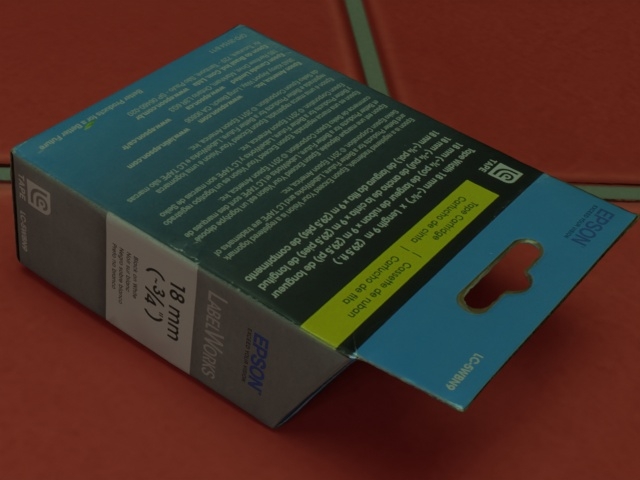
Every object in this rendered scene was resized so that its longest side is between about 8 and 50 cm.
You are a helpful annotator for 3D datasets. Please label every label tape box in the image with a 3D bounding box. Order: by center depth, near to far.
[{"bbox_3d":[0.000,0.000,0.804,0.334,0.106,0.241,30,43,23],"label":"label tape box"}]
